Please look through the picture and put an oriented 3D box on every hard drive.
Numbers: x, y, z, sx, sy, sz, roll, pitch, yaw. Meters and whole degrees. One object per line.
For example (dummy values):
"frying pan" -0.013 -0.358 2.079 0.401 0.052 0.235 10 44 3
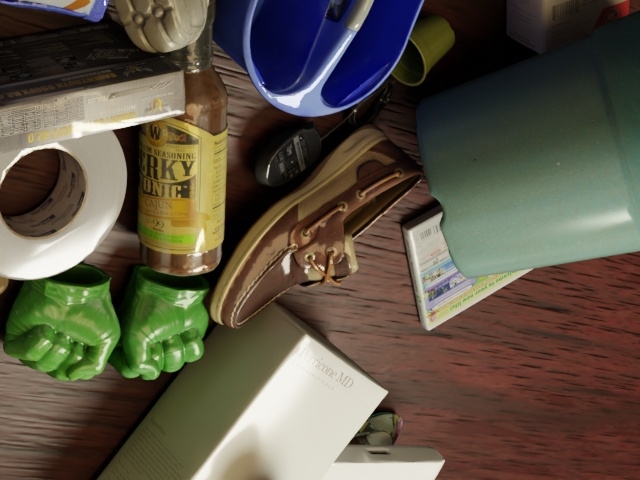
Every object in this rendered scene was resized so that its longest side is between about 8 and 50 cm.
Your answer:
"hard drive" 0.018 0.454 2.276 0.233 0.047 0.353 6 120 -37

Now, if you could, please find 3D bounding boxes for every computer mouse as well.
"computer mouse" 0.002 -0.151 2.006 0.242 0.041 0.071 -35 140 -23

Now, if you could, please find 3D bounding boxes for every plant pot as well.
"plant pot" 0.134 -0.259 2.011 0.079 0.083 0.083 -36 132 -29
"plant pot" 0.319 -0.109 2.013 0.334 0.341 0.341 -15 131 12

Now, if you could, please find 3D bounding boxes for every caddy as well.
"caddy" 0.013 -0.319 1.814 0.241 0.179 0.341 10 110 -38

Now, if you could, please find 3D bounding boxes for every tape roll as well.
"tape roll" -0.338 -0.067 1.770 0.219 0.072 0.219 -17 121 -31

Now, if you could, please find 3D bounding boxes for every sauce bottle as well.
"sauce bottle" -0.168 -0.129 1.843 0.111 0.111 0.344 -13 118 -30

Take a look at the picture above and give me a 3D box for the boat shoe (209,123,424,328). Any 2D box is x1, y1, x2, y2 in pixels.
"boat shoe" 0.000 0.000 1.996 0.342 0.123 0.123 -45 160 -16

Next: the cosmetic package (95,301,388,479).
"cosmetic package" -0.116 0.281 2.084 0.385 0.156 0.217 -52 134 2

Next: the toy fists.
"toy fists" -0.264 0.110 1.922 0.279 0.096 0.142 3 115 -38

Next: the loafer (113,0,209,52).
"loafer" -0.199 -0.366 1.665 0.111 0.112 0.319 -43 124 -60

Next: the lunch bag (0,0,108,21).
"lunch bag" -0.317 -0.425 1.440 0.328 0.239 0.385 11 102 -21

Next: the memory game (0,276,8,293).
"memory game" -0.458 0.052 1.803 0.186 0.012 0.186 -18 125 -27

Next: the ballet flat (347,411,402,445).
"ballet flat" 0.045 0.316 2.274 0.221 0.079 0.077 -9 119 -32

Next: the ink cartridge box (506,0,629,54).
"ink cartridge box" 0.338 -0.383 2.069 0.158 0.092 0.218 -21 128 -25

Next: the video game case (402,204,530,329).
"video game case" 0.224 0.010 2.263 0.212 0.023 0.193 -29 129 -20

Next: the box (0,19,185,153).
"box" -0.291 -0.174 1.676 0.231 0.183 0.056 -16 124 -29
